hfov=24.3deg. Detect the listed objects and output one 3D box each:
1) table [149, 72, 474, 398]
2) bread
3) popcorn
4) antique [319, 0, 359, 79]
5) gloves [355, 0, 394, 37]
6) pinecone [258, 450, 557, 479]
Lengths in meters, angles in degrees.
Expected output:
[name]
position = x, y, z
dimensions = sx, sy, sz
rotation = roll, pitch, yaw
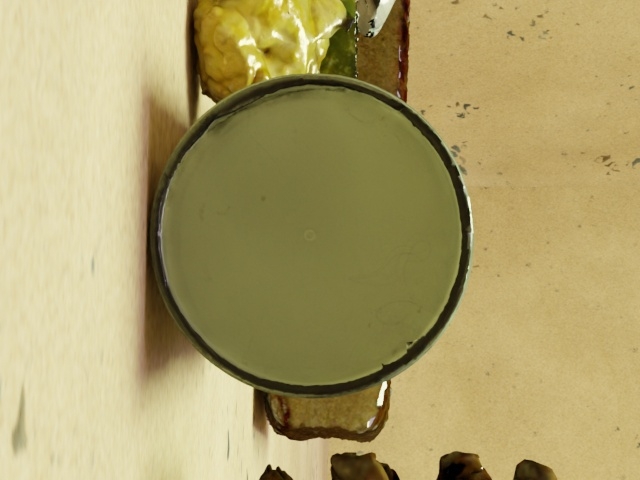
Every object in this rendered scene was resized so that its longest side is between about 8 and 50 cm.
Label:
[table]
position = 0.000, 0.000, 0.672
dimensions = 0.220, 0.126, 0.126
rotation = 17, 74, -88
[bread]
position = 0.012, -0.043, 1.203
dimensions = 0.165, 0.113, 0.417
rotation = 80, 12, -75
[popcorn]
position = -0.035, -0.102, 0.718
dimensions = 0.084, 0.084, 0.084
rotation = 1, 90, -88
[antique]
position = -0.014, -0.059, 0.922
dimensions = 0.081, 0.080, 0.221
rotation = -85, 175, -73
[gloves]
position = 0.014, -0.234, 0.983
dimensions = 0.127, 0.111, 0.212
rotation = -38, -109, 56
[pinecone]
position = 0.054, 0.209, 0.642
dimensions = 0.243, 0.257, 0.243
rotation = -41, -141, 45
